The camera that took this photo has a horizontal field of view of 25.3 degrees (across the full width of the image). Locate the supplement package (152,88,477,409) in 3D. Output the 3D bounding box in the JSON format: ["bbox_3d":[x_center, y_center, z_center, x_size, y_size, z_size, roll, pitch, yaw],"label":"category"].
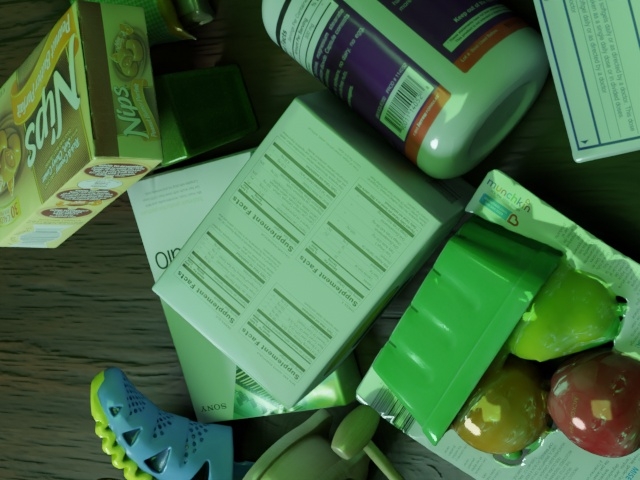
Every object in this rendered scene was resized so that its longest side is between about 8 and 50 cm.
[{"bbox_3d":[0.000,0.000,1.524,0.198,0.199,0.263,41,109,7],"label":"supplement package"}]

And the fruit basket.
[{"bbox_3d":[0.252,0.140,1.501,0.353,0.165,0.327,30,120,4],"label":"fruit basket"}]

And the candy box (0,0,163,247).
[{"bbox_3d":[-0.292,-0.123,1.634,0.316,0.087,0.183,-30,65,53],"label":"candy box"}]

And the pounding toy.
[{"bbox_3d":[0.006,0.301,1.629,0.155,0.154,0.269,38,153,20],"label":"pounding toy"}]

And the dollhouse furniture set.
[{"bbox_3d":[-0.230,-0.229,1.676,0.197,0.151,0.302,-15,95,35],"label":"dollhouse furniture set"}]

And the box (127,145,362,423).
[{"bbox_3d":[-0.093,0.056,1.729,0.232,0.058,0.322,-12,98,35],"label":"box"}]

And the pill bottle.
[{"bbox_3d":[0.067,-0.224,1.470,0.323,0.181,0.181,43,122,16],"label":"pill bottle"}]

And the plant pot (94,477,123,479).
[{"bbox_3d":[-0.210,0.396,1.854,0.236,0.032,0.236,44,158,23],"label":"plant pot"}]

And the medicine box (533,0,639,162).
[{"bbox_3d":[0.353,-0.235,1.302,0.289,0.149,0.264,-11,98,34],"label":"medicine box"}]

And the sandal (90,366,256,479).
[{"bbox_3d":[-0.162,0.265,1.761,0.138,0.126,0.317,-35,115,9],"label":"sandal"}]
